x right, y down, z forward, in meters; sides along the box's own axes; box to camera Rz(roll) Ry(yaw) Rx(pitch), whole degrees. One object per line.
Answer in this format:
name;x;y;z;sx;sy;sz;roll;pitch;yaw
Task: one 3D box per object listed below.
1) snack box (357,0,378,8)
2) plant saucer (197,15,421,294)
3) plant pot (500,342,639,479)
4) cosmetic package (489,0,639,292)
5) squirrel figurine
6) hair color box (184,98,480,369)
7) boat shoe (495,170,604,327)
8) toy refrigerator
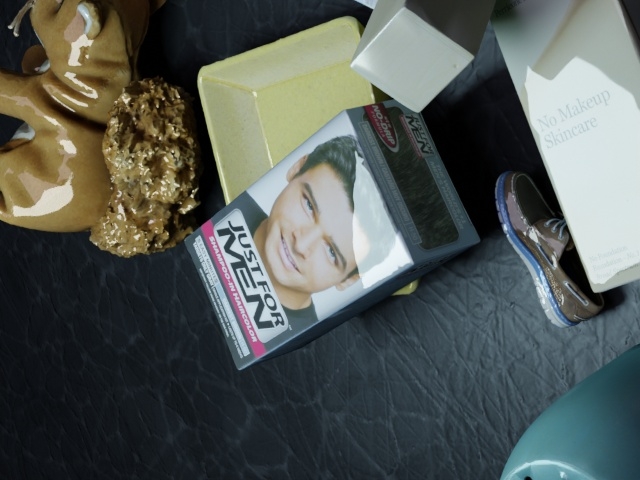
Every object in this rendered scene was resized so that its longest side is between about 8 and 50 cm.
snack box;0.060;-0.305;1.487;0.141;0.100;0.037;34;127;37
plant saucer;0.000;-0.092;1.648;0.332;0.081;0.333;-9;96;50
plant pot;0.314;0.264;1.282;0.293;0.235;0.293;19;116;45
cosmetic package;0.298;-0.122;1.265;0.160;0.113;0.310;-27;83;50
squirrel figurine;-0.300;-0.187;1.874;0.397;0.281;0.371;33;116;21
hair color box;0.000;0.000;1.528;0.374;0.113;0.185;-35;76;48
boat shoe;0.254;0.002;1.403;0.066;0.066;0.183;-25;93;45
toy refrigerator;0.127;-0.259;1.303;0.094;0.270;0.102;33;138;-13
